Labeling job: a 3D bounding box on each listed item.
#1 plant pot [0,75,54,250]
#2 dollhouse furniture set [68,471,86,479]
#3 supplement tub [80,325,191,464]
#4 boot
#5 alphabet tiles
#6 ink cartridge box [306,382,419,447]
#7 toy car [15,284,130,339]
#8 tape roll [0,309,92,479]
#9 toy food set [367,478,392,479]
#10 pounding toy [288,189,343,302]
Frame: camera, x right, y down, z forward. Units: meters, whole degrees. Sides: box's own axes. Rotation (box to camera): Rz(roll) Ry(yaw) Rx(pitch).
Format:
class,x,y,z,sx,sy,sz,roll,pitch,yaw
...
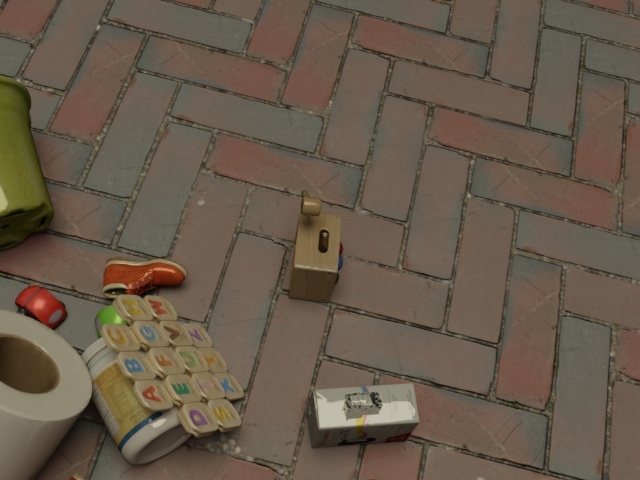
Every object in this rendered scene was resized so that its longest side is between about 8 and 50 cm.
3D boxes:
class,x,y,z,sx,sy,sz,roll,pitch,yaw
plant pot,-0.627,-0.124,1.606,0.276,0.276,0.254,-23,76,-19
dollhouse furniture set,-0.435,0.490,1.323,0.262,0.135,0.259,35,62,13
supplement tub,-0.309,0.261,1.469,0.144,0.144,0.200,-27,67,-21
boot,-0.329,0.078,1.615,0.158,0.059,0.085,0,41,1
alphabet tiles,-0.241,0.206,1.467,0.021,0.278,0.284,-43,67,18
ink cartridge box,0.070,0.306,1.503,0.175,0.127,0.072,-3,63,-8
toy car,-0.424,0.157,1.568,0.225,0.053,0.239,-15,63,-15
tape roll,-0.510,0.250,1.368,0.246,0.169,0.246,33,20,-13
toy food set,0.085,0.458,1.477,0.078,0.019,0.122,19,59,4
pounding toy,0.001,-0.011,1.633,0.094,0.206,0.181,8,59,-3
